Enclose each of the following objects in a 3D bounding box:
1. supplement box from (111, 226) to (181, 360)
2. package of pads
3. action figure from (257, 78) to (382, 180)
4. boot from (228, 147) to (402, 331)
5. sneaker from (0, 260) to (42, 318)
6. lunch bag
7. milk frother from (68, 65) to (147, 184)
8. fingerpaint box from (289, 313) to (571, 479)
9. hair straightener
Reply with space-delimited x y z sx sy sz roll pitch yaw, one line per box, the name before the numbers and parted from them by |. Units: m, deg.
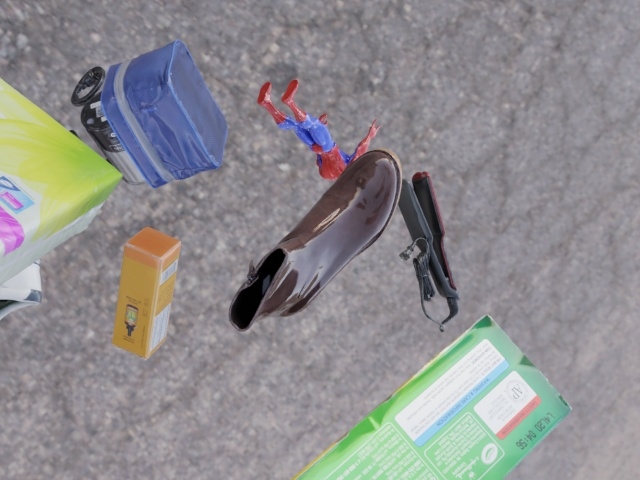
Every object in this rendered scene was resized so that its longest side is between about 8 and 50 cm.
supplement box | -0.313 0.097 1.819 0.080 0.078 0.233 -49 158 -57
package of pads | -0.371 -0.069 1.043 0.101 0.229 0.296 -52 180 24
action figure | 0.010 -0.207 1.806 0.280 0.091 0.139 50 54 -43
boot | 0.000 0.000 1.231 0.248 0.090 0.207 -55 169 17
sneaker | -0.499 0.089 1.390 0.258 0.091 0.094 -22 158 15
lunch bag | -0.114 -0.086 0.734 0.065 0.067 0.098 -15 127 15
milk frother | -0.311 -0.178 1.549 0.135 0.129 0.143 64 26 -51
fingerpaint box | 0.040 0.334 1.222 0.445 0.163 0.371 -34 167 -34
hair straightener | 0.140 0.023 1.430 0.089 0.047 0.230 -18 98 -35
